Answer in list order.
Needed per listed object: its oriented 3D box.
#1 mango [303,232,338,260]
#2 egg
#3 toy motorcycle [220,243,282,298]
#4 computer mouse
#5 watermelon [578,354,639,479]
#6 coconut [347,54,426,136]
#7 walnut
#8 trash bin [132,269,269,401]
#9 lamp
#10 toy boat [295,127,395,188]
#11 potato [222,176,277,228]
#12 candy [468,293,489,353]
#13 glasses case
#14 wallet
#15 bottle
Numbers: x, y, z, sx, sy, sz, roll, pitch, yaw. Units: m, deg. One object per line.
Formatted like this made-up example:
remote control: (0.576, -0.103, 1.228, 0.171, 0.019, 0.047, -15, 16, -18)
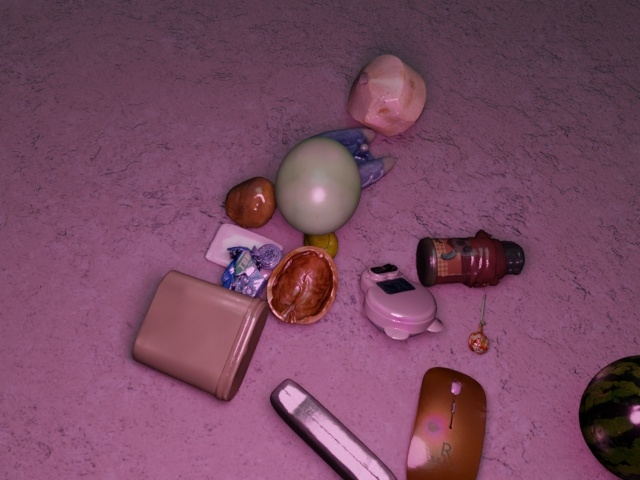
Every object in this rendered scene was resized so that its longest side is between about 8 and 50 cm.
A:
mango: (0.000, 0.000, 1.611, 0.091, 0.074, 0.165, -5, 45, -2)
egg: (-0.004, -0.140, 1.542, 0.221, 0.220, 0.269, 12, 52, 1)
toy motorcycle: (-0.206, 0.102, 1.498, 0.136, 0.092, 0.254, 29, 77, 11)
computer mouse: (0.284, 0.428, 1.362, 0.159, 0.071, 0.310, 18, 56, 3)
watermelon: (0.714, 0.393, 1.311, 0.286, 0.285, 0.284, 3, 57, -5)
coconut: (0.193, -0.433, 1.817, 0.242, 0.241, 0.241, 3, 57, -5)
walnut: (-0.047, 0.119, 1.511, 0.167, 0.087, 0.211, 32, 71, -1)
trash bin: (-0.272, 0.213, 1.384, 0.248, 0.121, 0.243, 18, 81, 10)
lamp: (0.183, 0.157, 1.504, 0.180, 0.107, 0.246, -4, 37, -29)
toy boat: (0.051, -0.241, 1.745, 0.330, 0.123, 0.215, -16, 62, -18)
potato: (-0.176, -0.101, 1.603, 0.137, 0.176, 0.137, 0, 90, -37)
candy: (0.412, 0.209, 1.545, 0.056, 0.049, 0.184, 37, 48, -18)
glasses case: (0.024, 0.429, 1.293, 0.323, 0.131, 0.074, 40, 70, 18)
wallet: (-0.199, 0.031, 1.590, 0.183, 0.032, 0.124, 20, 63, 5)
bottle: (0.393, 0.047, 1.585, 0.272, 0.143, 0.156, -3, 83, -5)
